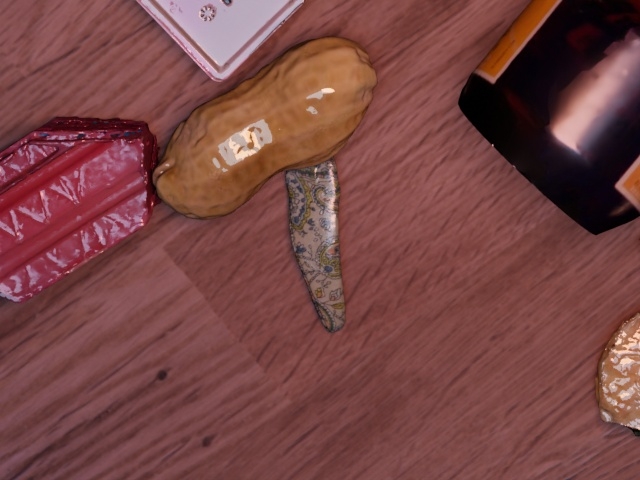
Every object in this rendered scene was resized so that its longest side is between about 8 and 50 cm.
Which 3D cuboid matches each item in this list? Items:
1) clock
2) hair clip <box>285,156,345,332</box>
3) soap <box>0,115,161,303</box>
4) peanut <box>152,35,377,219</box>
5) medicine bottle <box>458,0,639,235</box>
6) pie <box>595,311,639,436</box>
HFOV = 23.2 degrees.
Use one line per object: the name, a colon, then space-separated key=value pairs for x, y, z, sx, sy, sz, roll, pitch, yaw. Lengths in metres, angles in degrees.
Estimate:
clock: x=-0.127 y=-0.292 z=1.740 sx=0.147 sy=0.071 sz=0.192 roll=-43 pitch=96 yaw=13
hair clip: x=-0.001 y=0.000 z=1.815 sx=0.066 sy=0.036 sz=0.229 roll=-5 pitch=103 yaw=13
soap: x=-0.297 y=-0.052 z=1.798 sx=0.250 sy=0.099 sz=0.162 roll=-30 pitch=99 yaw=12
peanut: x=-0.063 y=-0.124 z=1.751 sx=0.290 sy=0.130 sz=0.130 roll=-29 pitch=99 yaw=14
medicine bottle: x=0.348 y=-0.213 z=1.633 sx=0.242 sy=0.242 sz=0.395 roll=43 pitch=97 yaw=-5
pie: x=0.432 y=0.152 z=1.804 sx=0.218 sy=0.052 sz=0.185 roll=15 pitch=106 yaw=3
